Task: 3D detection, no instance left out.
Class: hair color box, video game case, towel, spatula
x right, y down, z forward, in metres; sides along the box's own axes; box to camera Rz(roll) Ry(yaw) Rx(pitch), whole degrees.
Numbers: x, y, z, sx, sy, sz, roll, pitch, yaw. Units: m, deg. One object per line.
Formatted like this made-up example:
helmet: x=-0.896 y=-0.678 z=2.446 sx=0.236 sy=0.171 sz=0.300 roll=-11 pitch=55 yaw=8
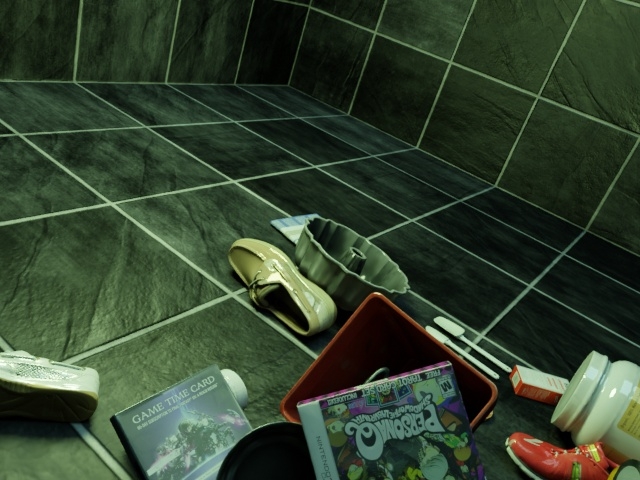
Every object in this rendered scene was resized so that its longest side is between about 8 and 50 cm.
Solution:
hair color box: x=0.554 y=0.366 z=1.370 sx=0.141 sy=0.043 sz=0.072 roll=16 pitch=26 yaw=-3
video game case: x=0.104 y=0.305 z=0.781 sx=0.232 sy=0.210 sz=0.042 roll=-15 pitch=-7 yaw=2
towel: x=0.000 y=0.000 z=1.730 sx=0.209 sy=0.034 sz=0.285 roll=-11 pitch=36 yaw=-41
spatula: x=0.371 y=0.287 z=1.426 sx=0.242 sy=0.019 sz=0.168 roll=33 pitch=29 yaw=31
video game case: x=-0.166 y=0.343 z=0.825 sx=0.196 sy=0.026 sz=0.274 roll=-19 pitch=72 yaw=-51

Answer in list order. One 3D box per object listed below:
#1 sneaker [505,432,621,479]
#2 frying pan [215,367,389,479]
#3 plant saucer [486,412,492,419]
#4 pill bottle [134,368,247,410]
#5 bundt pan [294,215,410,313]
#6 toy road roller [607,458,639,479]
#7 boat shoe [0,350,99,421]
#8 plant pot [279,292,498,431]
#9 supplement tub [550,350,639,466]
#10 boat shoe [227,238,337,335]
sneaker: x=0.518 y=0.445 z=1.108 sx=0.279 sy=0.118 sz=0.107 roll=22 pitch=26 yaw=6
frying pan: x=-0.037 y=0.310 z=0.822 sx=0.197 sy=0.053 sz=0.326 roll=27 pitch=69 yaw=-12
plant saucer: x=0.350 y=0.377 z=1.248 sx=0.084 sy=0.013 sz=0.083 roll=15 pitch=27 yaw=-8
pill bottle: x=-0.218 y=0.292 z=0.930 sx=0.112 sy=0.111 sz=0.187 roll=34 pitch=30 yaw=28
bundt pan: x=0.068 y=0.080 z=1.458 sx=0.331 sy=0.124 sz=0.330 roll=30 pitch=18 yaw=-11
toy road roller: x=0.552 y=0.543 z=0.912 sx=0.203 sy=0.240 sz=0.329 roll=21 pitch=63 yaw=3
boat shoe: x=-0.506 y=0.227 z=0.895 sx=0.277 sy=0.098 sz=0.096 roll=18 pitch=24 yaw=-22
plant pot: x=0.141 y=0.298 z=0.968 sx=0.267 sy=0.267 sz=0.236 roll=38 pitch=-3 yaw=34
supplement tub: x=0.693 y=0.403 z=1.180 sx=0.316 sy=0.228 sz=0.228 roll=31 pitch=29 yaw=22
boat shoe: x=-0.116 y=0.107 z=1.344 sx=0.341 sy=0.121 sz=0.110 roll=33 pitch=29 yaw=25
